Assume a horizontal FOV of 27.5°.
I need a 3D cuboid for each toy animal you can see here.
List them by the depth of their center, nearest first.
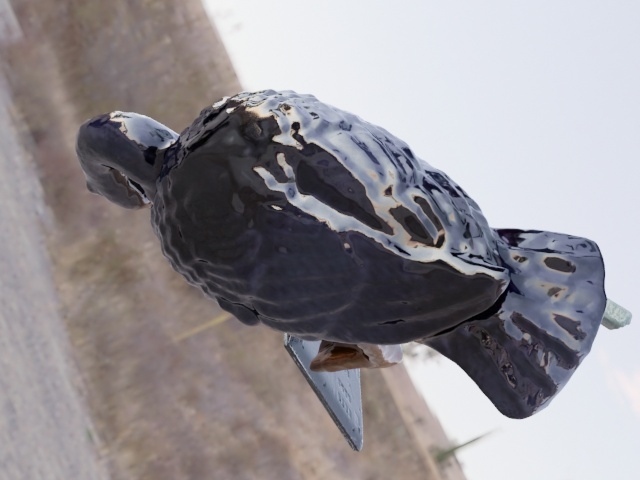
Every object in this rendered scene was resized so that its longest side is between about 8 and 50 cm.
[{"bbox_3d":[0.000,0.000,0.674,0.298,0.122,0.185,21,-18,46],"label":"toy animal"}]

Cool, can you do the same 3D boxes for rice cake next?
[{"bbox_3d":[0.262,0.049,1.422,0.171,0.029,0.033,31,-13,21],"label":"rice cake"}]

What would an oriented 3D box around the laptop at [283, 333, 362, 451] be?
[{"bbox_3d":[0.003,0.099,1.221,0.180,0.016,0.129,59,21,-43],"label":"laptop"}]
